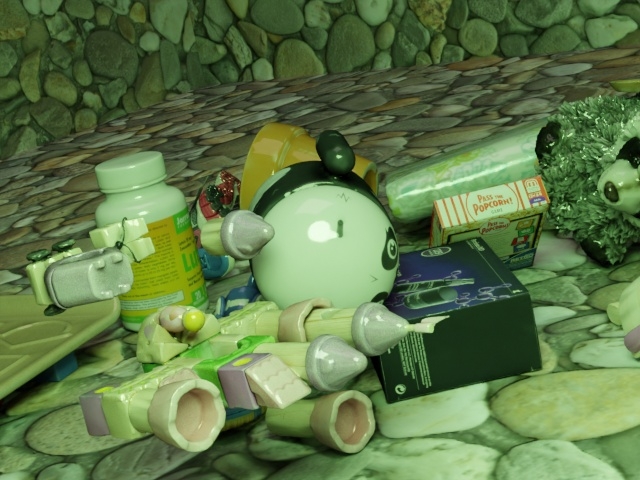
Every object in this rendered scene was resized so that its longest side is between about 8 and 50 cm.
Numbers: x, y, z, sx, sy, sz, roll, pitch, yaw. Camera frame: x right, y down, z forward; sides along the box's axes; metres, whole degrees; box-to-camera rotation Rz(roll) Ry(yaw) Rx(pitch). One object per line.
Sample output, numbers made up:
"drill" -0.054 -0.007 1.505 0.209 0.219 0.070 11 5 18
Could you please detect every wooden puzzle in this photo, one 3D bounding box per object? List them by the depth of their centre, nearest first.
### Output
"wooden puzzle" -0.480 0.180 1.768 0.322 0.080 0.348 -4 21 28

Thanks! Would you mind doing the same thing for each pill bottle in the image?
"pill bottle" -0.255 -0.001 1.913 0.136 0.246 0.136 -11 15 3

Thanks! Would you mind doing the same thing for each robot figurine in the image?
"robot figurine" 0.002 0.002 1.511 0.173 0.209 0.278 -32 14 3

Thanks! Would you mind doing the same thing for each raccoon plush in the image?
"raccoon plush" 0.489 -0.147 1.722 0.446 0.216 0.299 -44 17 -32

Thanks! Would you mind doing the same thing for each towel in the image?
"towel" 0.264 -0.113 2.096 0.320 0.090 0.374 -20 4 4

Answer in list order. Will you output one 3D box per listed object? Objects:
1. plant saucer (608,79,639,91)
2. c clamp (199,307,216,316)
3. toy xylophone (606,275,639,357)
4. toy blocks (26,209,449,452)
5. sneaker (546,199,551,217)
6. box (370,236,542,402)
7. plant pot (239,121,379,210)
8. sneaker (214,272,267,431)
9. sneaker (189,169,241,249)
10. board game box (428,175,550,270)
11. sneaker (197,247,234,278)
"plant saucer" 0.435 -0.211 1.768 0.083 0.015 0.083 -2 9 0
"c clamp" -0.137 0.115 1.834 0.137 0.022 0.160 -22 18 -35
"toy xylophone" 0.466 0.036 1.480 0.322 0.081 0.236 -24 -15 -16
"toy blocks" -0.065 0.109 1.244 0.260 0.309 0.288 -5 16 46
"sneaker" 0.401 -0.064 1.982 0.063 0.073 0.162 -21 17 -32
"box" 0.144 0.089 1.574 0.184 0.103 0.261 -10 15 -3
"plant pot" -0.010 -0.084 2.174 0.188 0.205 0.205 11 22 18
"sneaker" -0.106 0.127 1.561 0.112 0.131 0.296 -5 18 18
"sneaker" -0.177 -0.044 2.289 0.112 0.121 0.299 -49 -5 15
"board game box" 0.223 -0.007 1.749 0.147 0.045 0.193 -13 -26 -5
"sneaker" -0.213 0.043 2.076 0.152 0.058 0.084 -4 11 42
